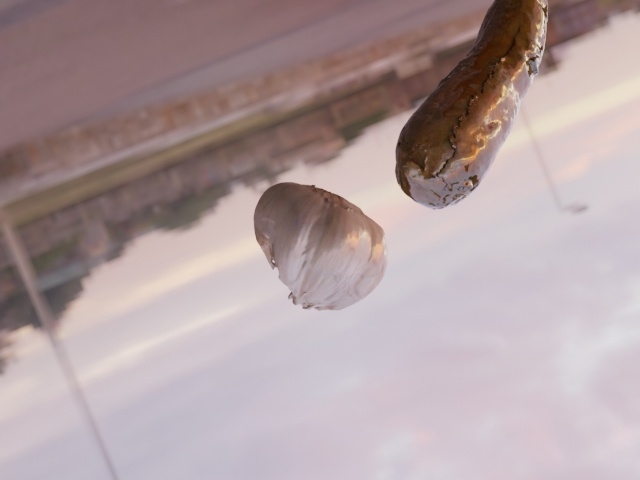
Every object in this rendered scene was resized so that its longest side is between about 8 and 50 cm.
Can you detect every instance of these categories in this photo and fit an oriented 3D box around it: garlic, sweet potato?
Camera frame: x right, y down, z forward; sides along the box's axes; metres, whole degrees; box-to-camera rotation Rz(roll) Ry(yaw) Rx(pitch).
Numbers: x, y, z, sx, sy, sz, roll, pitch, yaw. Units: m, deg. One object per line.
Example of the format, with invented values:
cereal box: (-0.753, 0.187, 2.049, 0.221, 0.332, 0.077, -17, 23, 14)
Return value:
garlic: (-0.001, 0.003, 1.452, 0.074, 0.113, 0.094, 109, 6, -73)
sweet potato: (0.125, -0.116, 1.437, 0.075, 0.075, 0.273, -19, -152, 43)
